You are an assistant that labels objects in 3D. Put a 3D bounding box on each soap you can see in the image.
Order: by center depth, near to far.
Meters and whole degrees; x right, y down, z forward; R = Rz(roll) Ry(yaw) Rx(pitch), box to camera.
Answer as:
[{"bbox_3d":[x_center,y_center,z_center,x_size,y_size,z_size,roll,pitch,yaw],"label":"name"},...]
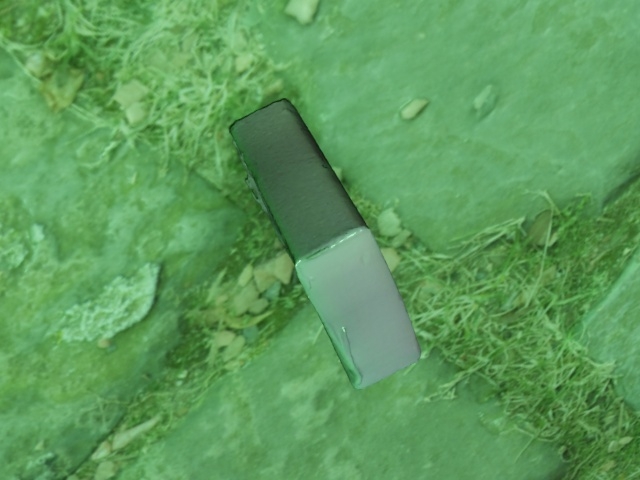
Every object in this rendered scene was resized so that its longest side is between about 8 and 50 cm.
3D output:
[{"bbox_3d":[0.002,-0.001,1.238,0.081,0.259,0.181,-27,126,-2],"label":"soap"}]
